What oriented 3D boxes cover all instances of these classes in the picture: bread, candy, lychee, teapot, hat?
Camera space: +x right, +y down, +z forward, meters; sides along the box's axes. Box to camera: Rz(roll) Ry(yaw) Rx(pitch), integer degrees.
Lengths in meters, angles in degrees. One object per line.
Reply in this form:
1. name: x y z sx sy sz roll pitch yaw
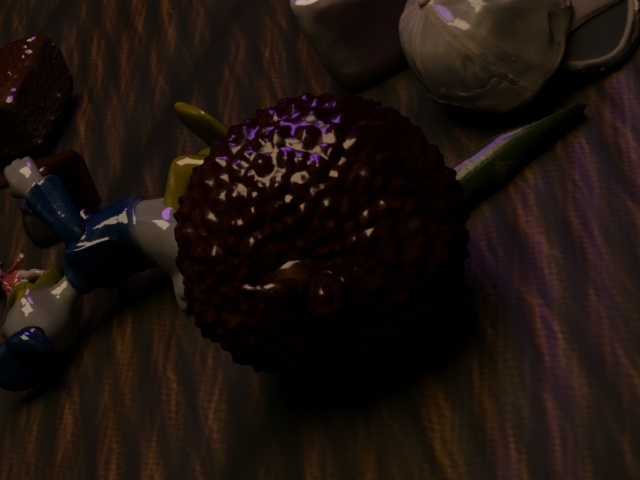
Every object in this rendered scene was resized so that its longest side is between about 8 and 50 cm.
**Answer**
1. bread: -0.535 -0.156 2.119 0.417 0.113 0.165 -13 37 28
2. candy: 0.057 -0.347 1.869 0.208 0.145 0.358 -26 34 6
3. lychee: 0.000 0.000 1.367 0.264 0.264 0.300 -16 18 23
4. teapot: -0.334 -0.040 1.857 0.066 0.057 0.088 -25 34 8
5. hat: 0.209 -0.255 1.623 0.275 0.161 0.232 -37 38 -14

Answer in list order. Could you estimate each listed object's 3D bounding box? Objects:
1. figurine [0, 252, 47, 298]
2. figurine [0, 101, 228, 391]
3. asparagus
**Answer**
1. figurine: -0.362 0.044 1.784 0.109 0.047 0.064 0 67 30
2. figurine: -0.256 0.003 1.630 0.283 0.204 0.338 28 75 25
3. asparagus: 0.187 -0.092 1.527 0.178 0.041 0.045 -37 42 -10
